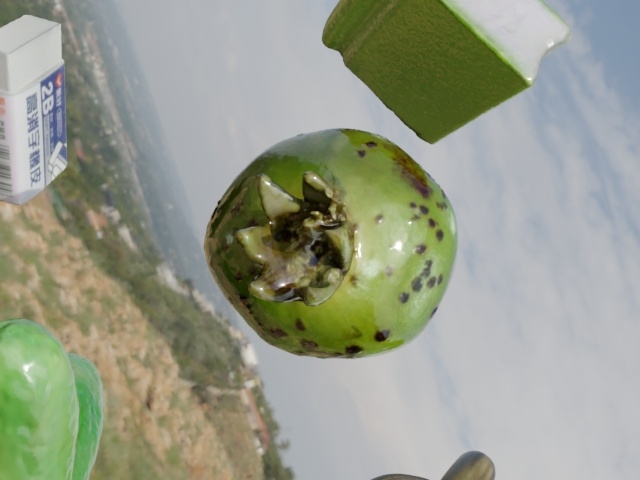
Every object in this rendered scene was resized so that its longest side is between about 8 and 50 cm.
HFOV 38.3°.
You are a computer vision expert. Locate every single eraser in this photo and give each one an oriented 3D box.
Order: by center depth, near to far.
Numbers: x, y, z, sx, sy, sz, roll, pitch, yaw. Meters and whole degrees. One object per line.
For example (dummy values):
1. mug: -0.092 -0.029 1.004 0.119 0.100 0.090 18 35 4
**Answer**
1. eraser: 0.121 -0.224 1.007 0.210 0.092 0.274 42 -14 -8
2. eraser: -0.379 -0.165 1.171 0.124 0.068 0.210 -58 161 -54

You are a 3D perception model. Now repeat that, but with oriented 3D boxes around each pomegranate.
1. pomegranate: -0.012 -0.003 0.818 0.286 0.231 0.231 16 47 -56

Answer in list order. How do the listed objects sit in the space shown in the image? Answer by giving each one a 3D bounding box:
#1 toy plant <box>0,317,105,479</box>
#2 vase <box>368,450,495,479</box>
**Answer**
1. toy plant: -0.229 0.251 0.697 0.317 0.211 0.356 112 -31 -75
2. vase: 0.085 0.337 0.926 0.241 0.329 0.302 32 -45 15
